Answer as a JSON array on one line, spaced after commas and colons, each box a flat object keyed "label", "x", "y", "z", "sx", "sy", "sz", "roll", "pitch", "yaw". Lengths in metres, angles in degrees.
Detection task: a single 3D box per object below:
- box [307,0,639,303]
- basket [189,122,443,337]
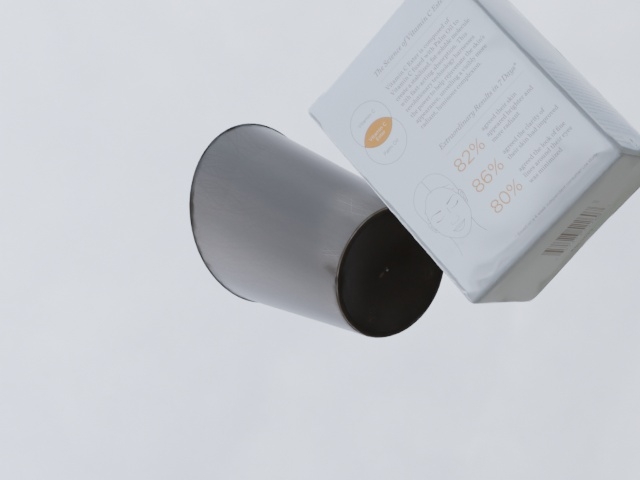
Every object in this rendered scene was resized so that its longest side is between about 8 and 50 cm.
[{"label": "box", "x": 0.102, "y": -0.065, "z": 0.880, "sx": 0.130, "sy": 0.170, "sz": 0.091, "roll": -47, "pitch": -23, "yaw": 21}, {"label": "basket", "x": 0.000, "y": 0.000, "z": 1.372, "sx": 0.154, "sy": 0.227, "sz": 0.204, "roll": -36, "pitch": -58, "yaw": -23}]
